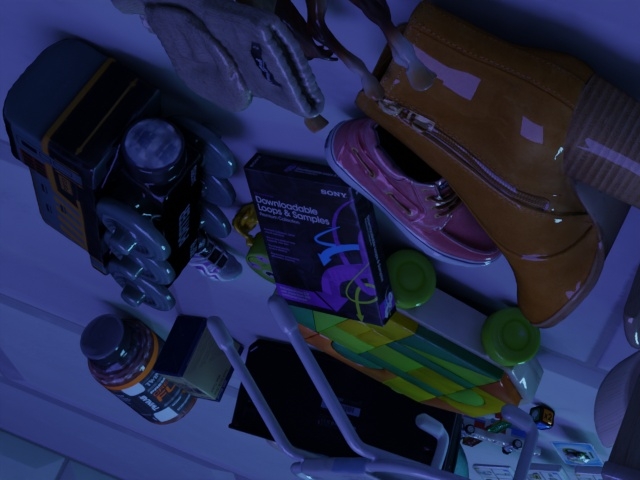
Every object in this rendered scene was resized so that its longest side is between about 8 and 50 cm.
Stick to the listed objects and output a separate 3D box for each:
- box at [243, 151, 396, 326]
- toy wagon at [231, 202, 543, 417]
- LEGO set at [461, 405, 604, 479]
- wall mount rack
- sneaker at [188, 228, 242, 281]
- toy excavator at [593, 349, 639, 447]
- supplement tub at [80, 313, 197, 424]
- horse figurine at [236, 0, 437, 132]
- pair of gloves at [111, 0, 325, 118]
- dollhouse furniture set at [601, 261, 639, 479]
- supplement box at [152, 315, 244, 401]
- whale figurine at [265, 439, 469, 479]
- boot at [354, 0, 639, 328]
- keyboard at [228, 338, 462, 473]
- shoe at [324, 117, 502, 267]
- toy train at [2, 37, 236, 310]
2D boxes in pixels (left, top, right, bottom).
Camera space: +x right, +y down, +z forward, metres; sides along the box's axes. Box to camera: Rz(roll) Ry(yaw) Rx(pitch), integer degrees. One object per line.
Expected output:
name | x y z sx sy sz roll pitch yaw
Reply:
box | 0.000 0.000 1.265 0.116 0.029 0.162 11 132 31
toy wagon | 0.053 0.076 1.422 0.344 0.068 0.267 28 159 -12
LEGO set | 0.254 0.241 1.681 0.183 0.060 0.244 -1 152 26
wall mount rack | 0.034 0.177 1.411 0.304 0.130 0.350 23 163 -16
sneaker | -0.125 0.009 1.499 0.098 0.038 0.069 26 161 -5
toy excavator | 0.480 0.286 1.192 0.445 0.432 0.222 -2 164 -11
supplement tub | -0.258 0.178 1.978 0.106 0.106 0.198 11 157 33
horse figurine | -0.003 -0.160 0.843 0.174 0.066 0.263 61 163 -7
pair of gloves | -0.097 -0.185 0.868 0.204 0.042 0.240 14 141 58
dollhouse furniture set | 0.377 0.125 0.992 0.303 0.198 0.286 14 158 25
supplement box | -0.160 0.155 1.840 0.056 0.083 0.083 4 153 46
whale figurine | 0.063 0.267 1.797 0.272 0.216 0.141 26 119 28
boot | 0.121 -0.054 0.997 0.211 0.104 0.295 28 155 6
keyboard | 0.022 0.243 1.702 0.317 0.201 0.033 11 175 35
shoe | 0.089 -0.038 1.099 0.178 0.063 0.081 36 163 -18
toy train | -0.185 -0.053 1.291 0.190 0.142 0.334 35 163 6
